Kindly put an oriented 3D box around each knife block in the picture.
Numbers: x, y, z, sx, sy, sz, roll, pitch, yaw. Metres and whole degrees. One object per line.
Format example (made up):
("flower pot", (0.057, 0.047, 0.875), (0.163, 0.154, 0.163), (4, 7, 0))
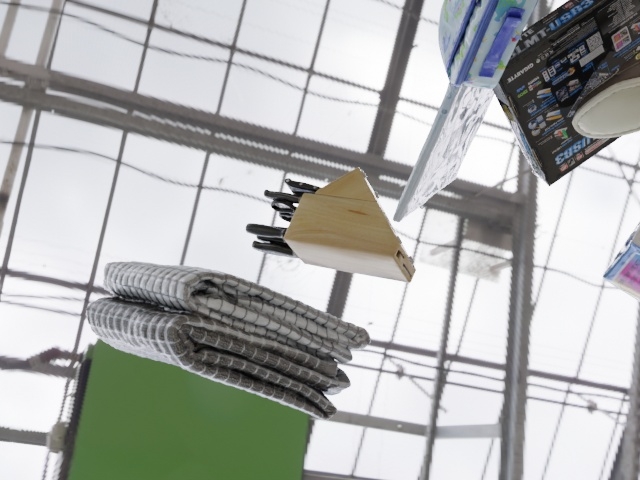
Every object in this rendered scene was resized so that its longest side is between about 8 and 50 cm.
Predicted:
("knife block", (0.000, 0.000, 1.370), (0.242, 0.088, 0.276), (-31, -131, 7))

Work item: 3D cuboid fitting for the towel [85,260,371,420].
("towel", (-0.118, 0.122, 1.013), (0.283, 0.235, 0.121), (26, -106, -35))

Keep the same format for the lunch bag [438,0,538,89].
("lunch bag", (0.247, -0.347, 1.225), (0.090, 0.219, 0.176), (3, -126, -11))

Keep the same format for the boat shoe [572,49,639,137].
("boat shoe", (0.572, -0.281, 1.369), (0.116, 0.324, 0.097), (32, -133, -30))

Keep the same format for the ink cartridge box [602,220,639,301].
("ink cartridge box", (0.490, 0.024, 0.684), (0.395, 0.151, 0.270), (35, -95, 18))

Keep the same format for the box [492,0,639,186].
("box", (0.478, -0.291, 1.495), (0.295, 0.073, 0.293), (-35, -51, 5))

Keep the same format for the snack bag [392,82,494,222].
("snack bag", (0.255, -0.207, 1.605), (0.037, 0.323, 0.342), (31, -147, 16))
